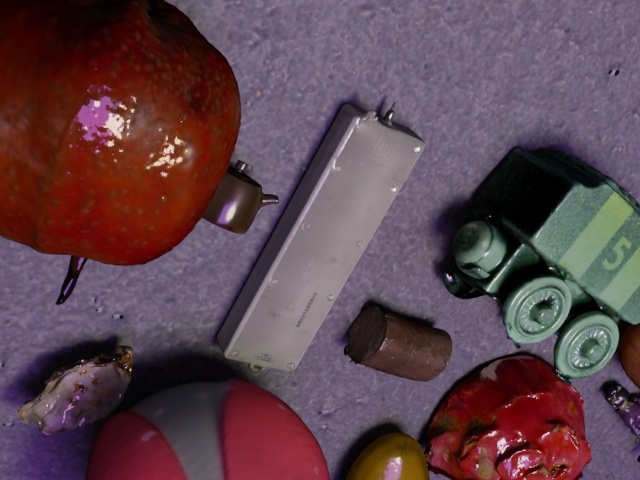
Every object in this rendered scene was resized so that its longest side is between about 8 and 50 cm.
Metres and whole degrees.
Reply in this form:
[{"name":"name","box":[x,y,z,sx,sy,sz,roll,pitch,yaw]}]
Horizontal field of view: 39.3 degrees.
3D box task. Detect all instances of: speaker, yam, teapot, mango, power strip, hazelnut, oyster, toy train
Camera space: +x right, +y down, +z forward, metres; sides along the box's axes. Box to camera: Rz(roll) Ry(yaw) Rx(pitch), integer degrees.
[{"name":"speaker","box":[-0.127,0.294,1.036,0.294,0.294,0.294,-11,124,-17]},{"name":"yam","box":[0.103,0.137,1.157,0.127,0.084,0.084,23,109,-30]},{"name":"teapot","box":[-0.104,-0.057,0.951,0.121,0.076,0.068,28,98,-4]},{"name":"mango","box":[0.098,0.356,1.284,0.137,0.098,0.195,1,113,-21]},{"name":"power strip","box":[0.000,0.000,1.046,0.106,0.043,0.367,18,112,-32]},{"name":"hazelnut","box":[0.522,0.167,1.319,0.150,0.150,0.150,-11,124,-17]},{"name":"oyster","box":[-0.273,0.167,1.026,0.148,0.051,0.103,-26,141,2]},{"name":"toy train","box":[0.307,0.031,1.131,0.299,0.167,0.238,31,99,-36]}]

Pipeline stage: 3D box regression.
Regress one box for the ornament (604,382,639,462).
[{"name":"ornament","box":[0.524,0.285,1.440,0.081,0.088,0.203,-48,117,-14]}]

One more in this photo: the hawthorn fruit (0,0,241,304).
[{"name":"hawthorn fruit","box":[-0.206,-0.073,0.777,0.254,0.254,0.300,9,108,-28]}]

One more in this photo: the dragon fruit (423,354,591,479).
[{"name":"dragon fruit","box":[0.274,0.266,1.285,0.261,0.163,0.189,-18,98,-12]}]
